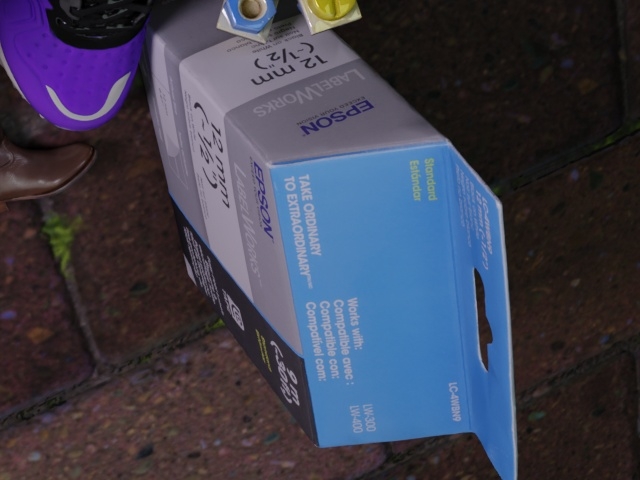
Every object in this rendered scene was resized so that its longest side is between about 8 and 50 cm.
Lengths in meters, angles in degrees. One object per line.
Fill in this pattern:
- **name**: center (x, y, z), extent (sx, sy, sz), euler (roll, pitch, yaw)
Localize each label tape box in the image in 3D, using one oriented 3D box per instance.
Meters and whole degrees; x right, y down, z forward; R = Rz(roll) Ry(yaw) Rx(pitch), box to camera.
- **label tape box**: center (0.000, 0.000, 1.176), extent (0.115, 0.348, 0.249), euler (-21, 130, -15)

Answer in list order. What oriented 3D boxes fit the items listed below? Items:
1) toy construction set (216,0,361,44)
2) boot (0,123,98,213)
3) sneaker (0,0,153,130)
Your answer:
- **toy construction set**: center (0.020, -0.298, 1.107), extent (0.215, 0.151, 0.328), euler (-9, 106, -8)
- **boot**: center (-0.219, -0.079, 1.205), extent (0.106, 0.037, 0.114), euler (-28, 127, -14)
- **sneaker**: center (-0.143, -0.184, 1.098), extent (0.102, 0.146, 0.293), euler (-9, 125, -25)
